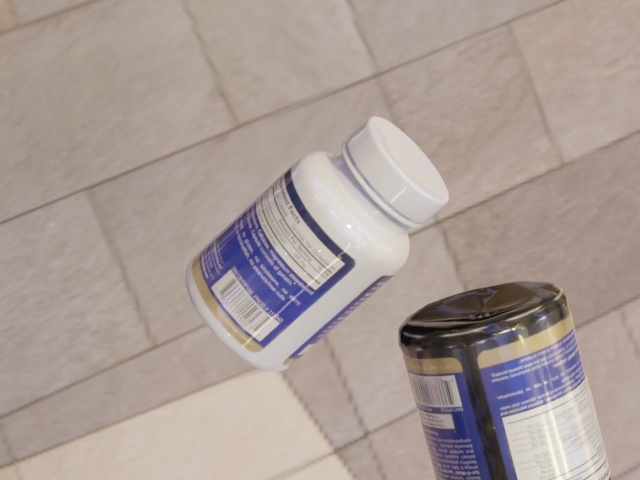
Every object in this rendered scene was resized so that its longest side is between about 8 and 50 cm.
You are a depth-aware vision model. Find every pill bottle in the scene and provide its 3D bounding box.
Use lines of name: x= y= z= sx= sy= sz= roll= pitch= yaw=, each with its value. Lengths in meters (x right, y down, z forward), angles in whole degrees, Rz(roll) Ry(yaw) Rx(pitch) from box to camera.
pill bottle: x=0.138 y=0.148 z=1.141 sx=0.123 sy=0.123 sz=0.219 roll=-19 pitch=100 yaw=-24
pill bottle: x=0.000 y=0.000 z=1.201 sx=0.112 sy=0.112 sz=0.187 roll=43 pitch=110 yaw=-13
